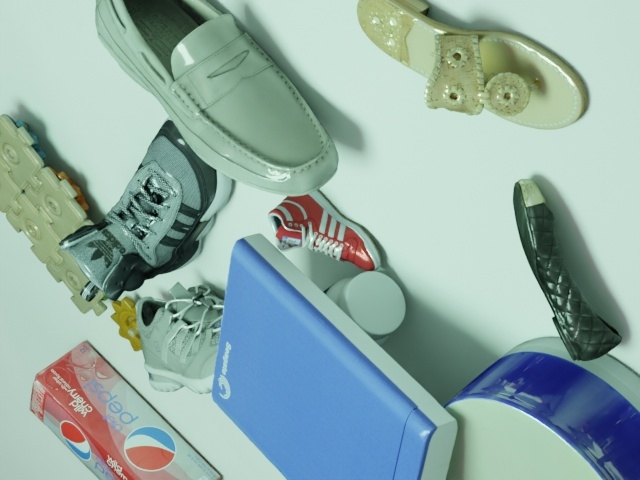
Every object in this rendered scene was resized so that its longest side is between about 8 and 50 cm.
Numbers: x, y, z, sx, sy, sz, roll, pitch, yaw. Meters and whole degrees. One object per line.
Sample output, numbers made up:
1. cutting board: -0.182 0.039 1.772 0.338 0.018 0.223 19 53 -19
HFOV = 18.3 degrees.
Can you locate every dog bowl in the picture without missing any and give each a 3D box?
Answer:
1. dog bowl: 0.228 0.226 1.825 0.265 0.104 0.265 34 142 31

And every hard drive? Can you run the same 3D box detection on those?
1. hard drive: 0.005 0.165 1.941 0.318 0.040 0.210 43 136 38

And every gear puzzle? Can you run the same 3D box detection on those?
1. gear puzzle: -0.286 -0.002 2.375 0.339 0.044 0.175 51 147 1

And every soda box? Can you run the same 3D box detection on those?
1. soda box: -0.247 0.253 2.505 0.263 0.092 0.083 42 147 20

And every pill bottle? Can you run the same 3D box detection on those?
1. pill bottle: 0.026 0.081 1.986 0.078 0.078 0.137 55 149 1

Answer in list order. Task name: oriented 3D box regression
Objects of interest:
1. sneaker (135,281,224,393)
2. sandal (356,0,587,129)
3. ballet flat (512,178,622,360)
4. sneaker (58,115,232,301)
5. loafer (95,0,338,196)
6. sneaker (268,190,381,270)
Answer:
1. sneaker: -0.134 0.101 2.198 0.281 0.105 0.115 -15 103 55
2. sandal: 0.105 -0.138 1.671 0.240 0.079 0.088 31 142 34
3. ballet flat: 0.209 0.023 1.731 0.057 0.049 0.173 -114 0 -79
4. sneaker: -0.188 -0.023 2.106 0.101 0.153 0.268 45 147 15
5. loafer: -0.107 -0.160 1.909 0.319 0.112 0.111 39 154 26
6. sneaker: 0.000 0.000 1.955 0.118 0.067 0.042 42 144 22
